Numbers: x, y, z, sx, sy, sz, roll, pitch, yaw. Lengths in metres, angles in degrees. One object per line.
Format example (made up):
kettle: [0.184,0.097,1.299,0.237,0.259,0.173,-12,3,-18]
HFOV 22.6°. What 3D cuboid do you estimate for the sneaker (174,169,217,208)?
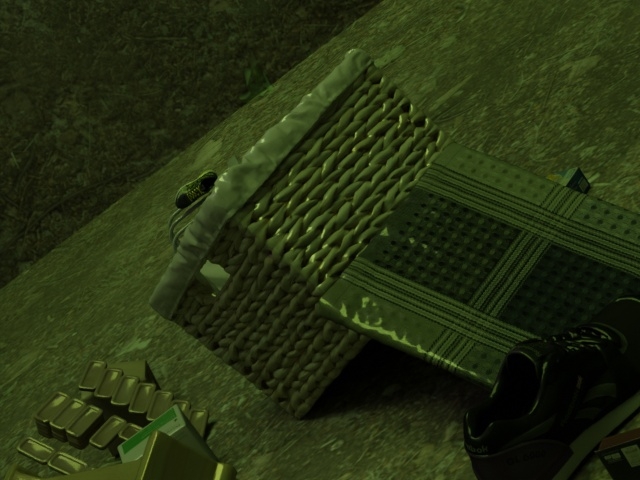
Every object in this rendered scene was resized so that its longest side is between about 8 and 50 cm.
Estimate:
sneaker: [-0.197,-0.081,2.533,0.083,0.031,0.035,-43,18,-4]

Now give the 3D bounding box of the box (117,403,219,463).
box: [-0.195,0.292,2.093,0.101,0.102,0.087,-36,20,-3]

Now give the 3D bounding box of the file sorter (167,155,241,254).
file sorter: [-0.123,0.017,2.511,0.173,0.193,0.278,-39,18,2]

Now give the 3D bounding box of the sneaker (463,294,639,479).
sneaker: [0.250,0.136,1.610,0.107,0.124,0.283,12,50,46]

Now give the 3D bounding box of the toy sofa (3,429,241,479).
toy sofa: [-0.243,0.348,1.900,0.362,0.177,0.150,-18,45,47]

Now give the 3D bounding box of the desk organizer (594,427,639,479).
desk organizer: [0.329,0.184,1.503,0.130,0.047,0.050,-24,19,33]

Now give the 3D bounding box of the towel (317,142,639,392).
towel: [0.205,0.042,1.832,0.324,0.056,0.312,25,57,26]

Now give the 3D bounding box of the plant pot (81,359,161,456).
plant pot: [-0.290,0.241,2.404,0.096,0.109,0.109,-24,19,2]

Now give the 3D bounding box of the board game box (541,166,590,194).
board game box: [0.261,-0.014,2.135,0.136,0.035,0.201,-16,26,46]

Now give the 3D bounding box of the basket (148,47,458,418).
basket: [0.000,0.000,2.053,0.331,0.266,0.328,-47,-4,-33]

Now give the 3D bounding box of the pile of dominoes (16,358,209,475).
pile of dominoes: [-0.286,0.279,2.259,0.251,0.040,0.196,21,49,27]
